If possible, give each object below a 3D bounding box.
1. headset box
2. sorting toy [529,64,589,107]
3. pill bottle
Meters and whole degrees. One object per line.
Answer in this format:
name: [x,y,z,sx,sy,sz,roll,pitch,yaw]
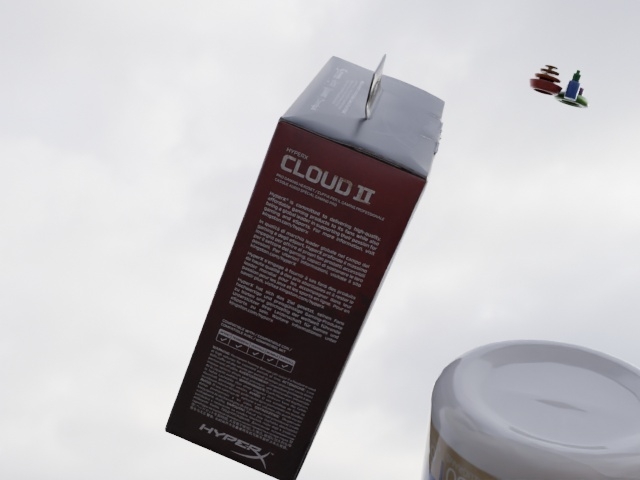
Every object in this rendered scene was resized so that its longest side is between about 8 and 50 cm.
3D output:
headset box: [0.000,0.000,0.768,0.110,0.218,0.293,23,-66,1]
sorting toy: [0.345,-0.221,1.404,0.102,0.042,0.061,17,3,-28]
pill bottle: [0.133,0.210,0.630,0.153,0.153,0.264,2,-68,-4]
